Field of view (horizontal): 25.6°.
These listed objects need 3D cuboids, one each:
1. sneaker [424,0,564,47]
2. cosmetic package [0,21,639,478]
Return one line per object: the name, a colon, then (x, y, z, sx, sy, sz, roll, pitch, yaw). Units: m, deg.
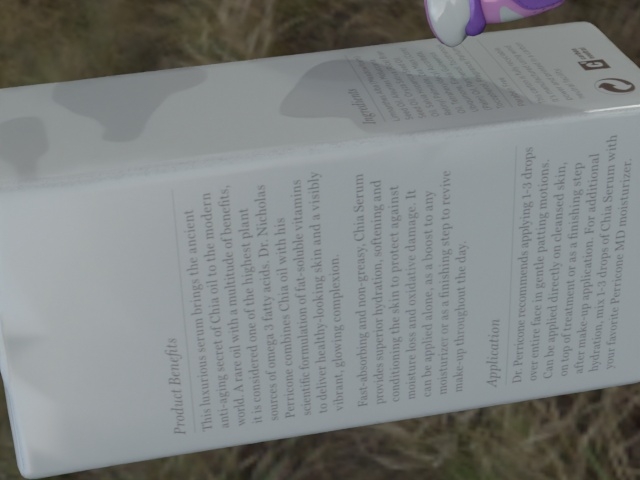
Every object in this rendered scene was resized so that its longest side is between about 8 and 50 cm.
sneaker: (0.117, -0.243, 0.892, 0.104, 0.095, 0.237, -2, 90, 13)
cosmetic package: (0.000, 0.000, 0.989, 0.161, 0.453, 0.230, -114, 19, -58)
